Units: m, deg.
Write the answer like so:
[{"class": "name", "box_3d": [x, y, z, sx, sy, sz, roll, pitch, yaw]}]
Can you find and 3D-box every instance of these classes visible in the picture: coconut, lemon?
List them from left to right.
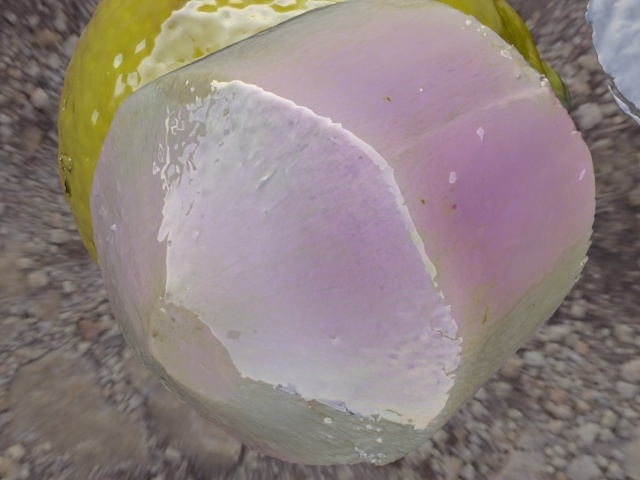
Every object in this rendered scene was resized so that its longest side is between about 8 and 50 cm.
[{"class": "lemon", "box_3d": [-0.013, -0.071, 1.246, 0.336, 0.336, 0.336, 0, 90, -2]}, {"class": "coconut", "box_3d": [0.000, 0.000, 0.960, 0.245, 0.233, 0.233, -33, 91, -42]}]

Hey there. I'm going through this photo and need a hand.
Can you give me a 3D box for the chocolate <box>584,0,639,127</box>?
[{"class": "chocolate", "box_3d": [0.401, -0.176, 1.559, 0.303, 0.213, 0.303, -10, 67, 25]}]
